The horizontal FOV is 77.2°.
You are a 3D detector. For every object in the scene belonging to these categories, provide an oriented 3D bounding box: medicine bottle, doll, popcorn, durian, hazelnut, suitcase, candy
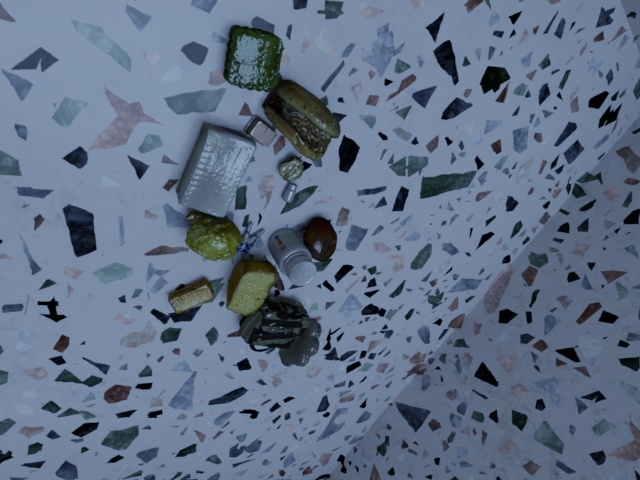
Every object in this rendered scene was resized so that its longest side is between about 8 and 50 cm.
[{"bbox_3d":[-0.144,-0.226,1.892,0.052,0.052,0.089,12,114,-34],"label":"medicine bottle"},{"bbox_3d":[-0.369,0.019,1.934,0.114,0.057,0.227,31,94,-45],"label":"doll"},{"bbox_3d":[-0.136,0.080,1.944,0.170,0.293,0.170,-13,125,-19],"label":"medicine bottle"},{"bbox_3d":[-0.461,-0.036,1.737,0.266,0.233,0.192,44,126,-5],"label":"popcorn"},{"bbox_3d":[-0.128,-0.339,1.814,0.110,0.071,0.140,22,122,-32],"label":"durian"},{"bbox_3d":[0.003,-0.001,2.038,0.181,0.181,0.212,-36,130,-1],"label":"hazelnut"},{"bbox_3d":[-0.271,0.465,2.198,0.351,0.194,0.339,21,116,-40],"label":"suitcase"},{"bbox_3d":[-0.431,-0.288,1.636,0.208,0.145,0.359,16,112,-34],"label":"candy"}]

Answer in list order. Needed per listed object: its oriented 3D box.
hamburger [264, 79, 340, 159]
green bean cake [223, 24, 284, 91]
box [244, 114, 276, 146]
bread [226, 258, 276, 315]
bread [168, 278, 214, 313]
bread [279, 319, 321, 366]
[{"bbox_3d":[-0.058,-0.480,1.636,0.318,0.277,0.195,24,116,-43],"label":"hamburger"},{"bbox_3d":[-0.252,-0.673,1.495,0.200,0.113,0.214,-3,122,-28],"label":"green bean cake"},{"bbox_3d":[-0.246,-0.452,1.679,0.122,0.062,0.089,32,102,-40],"label":"box"},{"bbox_3d":[-0.350,0.204,1.982,0.194,0.179,0.340,11,129,-27],"label":"bread"},{"bbox_3d":[-0.626,0.268,1.941,0.211,0.083,0.114,-24,124,-13],"label":"bread"},{"bbox_3d":[-0.105,0.643,2.416,0.337,0.183,0.102,-51,138,11],"label":"bread"}]
